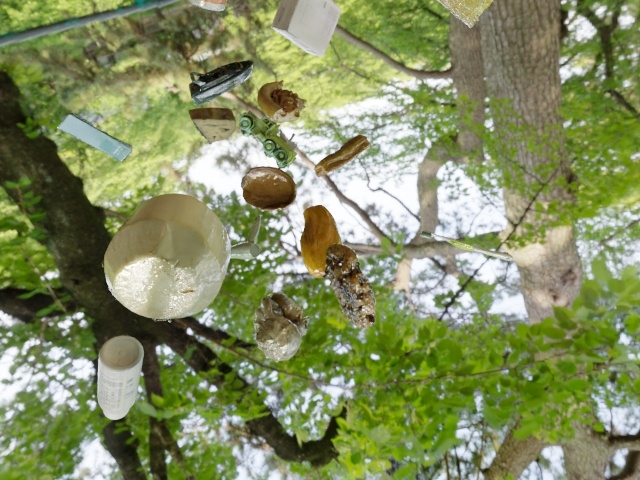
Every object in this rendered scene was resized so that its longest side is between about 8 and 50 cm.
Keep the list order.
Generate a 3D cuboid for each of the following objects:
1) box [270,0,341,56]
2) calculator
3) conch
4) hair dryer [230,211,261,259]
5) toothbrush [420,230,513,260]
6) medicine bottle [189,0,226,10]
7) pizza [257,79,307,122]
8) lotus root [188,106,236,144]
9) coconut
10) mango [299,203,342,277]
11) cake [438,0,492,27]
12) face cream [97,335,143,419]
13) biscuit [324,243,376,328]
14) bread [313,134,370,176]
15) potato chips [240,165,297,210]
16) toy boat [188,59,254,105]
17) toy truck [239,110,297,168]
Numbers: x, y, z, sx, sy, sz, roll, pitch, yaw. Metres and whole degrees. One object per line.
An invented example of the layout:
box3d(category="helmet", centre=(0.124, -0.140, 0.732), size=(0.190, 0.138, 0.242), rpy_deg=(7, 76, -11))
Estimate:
box3d(category="box", centre=(-0.050, -0.873, 1.823), size=(0.106, 0.203, 0.252), rpy_deg=(29, -167, 34))
box3d(category="calculator", centre=(-0.553, -0.254, 1.153), size=(0.057, 0.172, 0.018), rpy_deg=(-43, -130, 16))
box3d(category="conch", centre=(-0.146, 0.299, 1.561), size=(0.159, 0.210, 0.291), rpy_deg=(-43, 167, 11))
box3d(category="hair dryer", centre=(-0.316, -0.022, 1.978), size=(0.207, 0.075, 0.237), rpy_deg=(-4, -127, 39))
box3d(category="toothbrush", centre=(0.418, 0.013, 1.338), size=(0.263, 0.022, 0.026), rpy_deg=(16, -139, 19))
box3d(category="medicine bottle", centre=(-0.378, -0.948, 1.611), size=(0.145, 0.251, 0.144), rpy_deg=(12, -144, -9))
box3d(category="pizza", centre=(-0.109, -0.388, 1.288), size=(0.135, 0.056, 0.271), rpy_deg=(16, -148, 0))
box3d(category="lotus root", centre=(-0.438, -0.489, 1.935), size=(0.170, 0.074, 0.260), rpy_deg=(-15, 172, -6))
box3d(category="coconut", centre=(-0.382, 0.037, 1.189), size=(0.323, 0.322, 0.323), rpy_deg=(-18, -157, 8))
box3d(category="mango", centre=(0.004, -0.001, 1.989), size=(0.187, 0.144, 0.359), rpy_deg=(13, -124, -14))
box3d(category="cake", centre=(0.475, -0.822, 1.341), size=(0.286, 0.227, 0.222), rpy_deg=(-50, -177, 8))
box3d(category="face cream", centre=(-0.421, 0.297, 0.969), size=(0.082, 0.269, 0.081), rpy_deg=(14, -134, -15))
box3d(category="biscuit", centre=(0.098, 0.174, 1.707), size=(0.081, 0.333, 0.289), rpy_deg=(-21, -160, -19))
box3d(category="bread", centre=(0.091, -0.374, 2.052), size=(0.271, 0.077, 0.139), rpy_deg=(-37, -170, -19))
box3d(category="potato chips", centre=(-0.172, -0.174, 1.565), size=(0.202, 0.150, 0.049), rpy_deg=(2, 180, 13))
box3d(category="toy boat", centre=(-0.332, -0.540, 1.548), size=(0.246, 0.103, 0.092), rpy_deg=(-25, -131, 3))
box3d(category="toy truck", centre=(-0.193, -0.404, 1.799), size=(0.135, 0.260, 0.128), rpy_deg=(-51, -178, -5))
